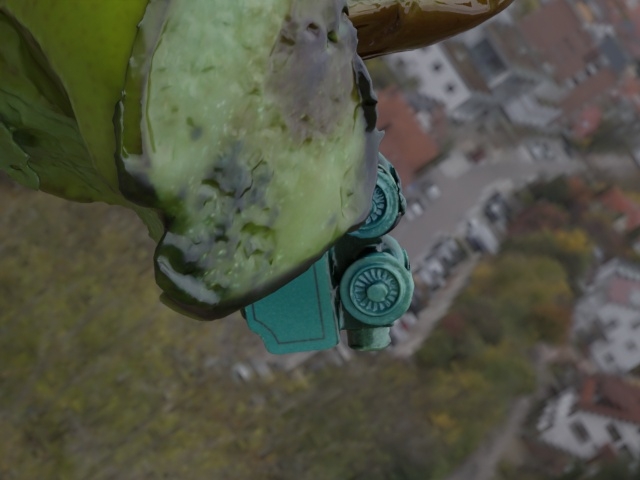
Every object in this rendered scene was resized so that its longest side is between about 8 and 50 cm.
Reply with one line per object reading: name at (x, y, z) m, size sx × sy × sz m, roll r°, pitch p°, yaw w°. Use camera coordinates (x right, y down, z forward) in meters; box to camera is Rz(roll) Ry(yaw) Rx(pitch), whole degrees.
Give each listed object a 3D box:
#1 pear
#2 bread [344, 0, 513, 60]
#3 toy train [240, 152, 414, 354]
pear at (-0.111, -0.111, 0.833) m, size 0.255 × 0.164 × 0.238 m, roll 32°, pitch -28°, yaw 34°
bread at (0.011, -0.241, 1.168) m, size 0.250 × 0.279 × 0.224 m, roll -143°, pitch -131°, yaw -71°
toy train at (0.000, 0.000, 1.376) m, size 0.107 × 0.154 × 0.197 m, roll -78°, pitch 160°, yaw -76°
